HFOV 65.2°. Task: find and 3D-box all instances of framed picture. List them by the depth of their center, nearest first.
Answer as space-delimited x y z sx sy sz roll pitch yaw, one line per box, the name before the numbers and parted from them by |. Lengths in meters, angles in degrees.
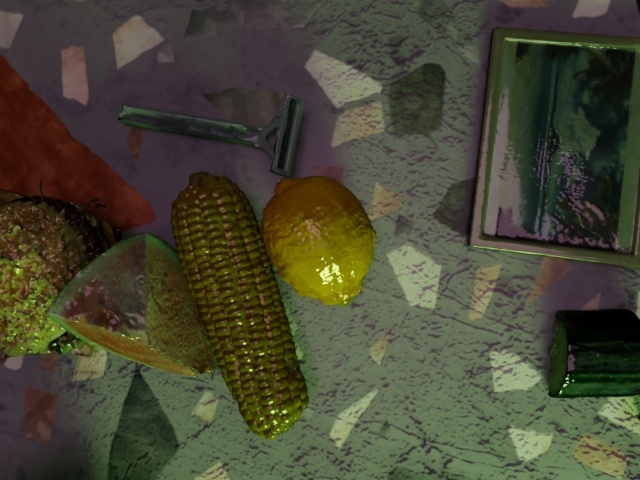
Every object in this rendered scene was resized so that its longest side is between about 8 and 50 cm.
framed picture | 0.336 -0.131 0.687 0.231 0.024 0.315 7 86 8

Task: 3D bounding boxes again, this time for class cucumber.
cucumber | 0.359 0.149 0.648 0.115 0.062 0.117 -1 87 2

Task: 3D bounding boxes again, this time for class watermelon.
watermelon | -0.225 0.084 0.675 0.128 0.231 0.146 0 60 26

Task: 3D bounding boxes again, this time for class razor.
razor | -0.164 -0.166 0.734 0.277 0.056 0.111 10 88 14

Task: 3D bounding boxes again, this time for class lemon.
lemon | 0.000 0.000 0.655 0.142 0.142 0.187 -25 95 4

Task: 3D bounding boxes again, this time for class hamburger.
hamburger | -0.404 0.043 0.695 0.243 0.138 0.262 13 88 7

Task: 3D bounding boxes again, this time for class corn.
corn | -0.110 0.080 0.671 0.120 0.120 0.363 -19 82 4

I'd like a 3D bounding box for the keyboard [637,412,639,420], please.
keyboard | 0.466 0.167 0.637 0.055 0.014 0.176 36 76 4
